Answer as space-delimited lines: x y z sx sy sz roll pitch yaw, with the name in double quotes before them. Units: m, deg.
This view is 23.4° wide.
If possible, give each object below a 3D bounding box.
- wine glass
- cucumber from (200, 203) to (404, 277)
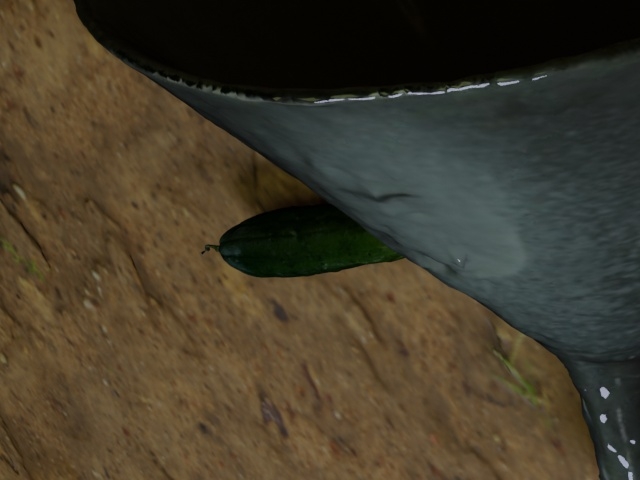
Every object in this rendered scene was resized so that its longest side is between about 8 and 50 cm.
"wine glass" 0.103 0.048 0.536 0.267 0.267 0.406 15 133 42
"cucumber" 0.000 0.000 0.783 0.168 0.039 0.039 -7 114 49
